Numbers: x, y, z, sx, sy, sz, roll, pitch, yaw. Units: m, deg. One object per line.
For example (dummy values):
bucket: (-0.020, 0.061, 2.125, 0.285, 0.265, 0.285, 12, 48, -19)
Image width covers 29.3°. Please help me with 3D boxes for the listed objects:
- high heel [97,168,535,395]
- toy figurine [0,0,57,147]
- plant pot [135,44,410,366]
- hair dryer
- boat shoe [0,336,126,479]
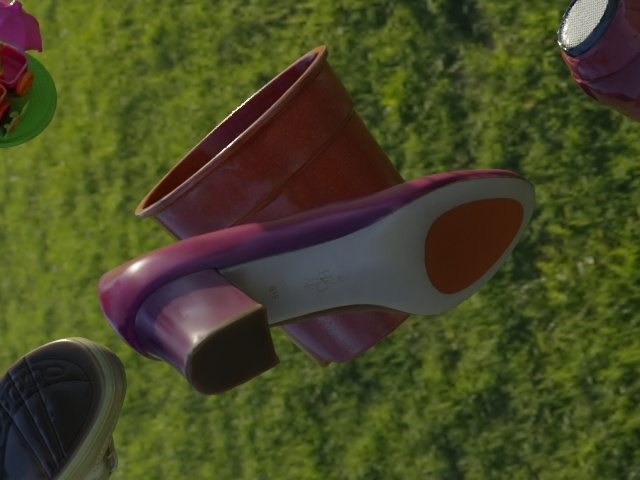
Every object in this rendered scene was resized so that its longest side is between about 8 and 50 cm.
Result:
high heel: (0.000, 0.000, 1.043, 0.181, 0.377, 0.127, 32, 134, 48)
toy figurine: (-0.339, -0.171, 1.235, 0.130, 0.173, 0.159, 30, 150, 0)
plant pot: (-0.014, -0.023, 1.336, 0.265, 0.272, 0.272, 49, 155, -12)
hair dryer: (0.250, -0.161, 0.742, 0.080, 0.223, 0.294, -102, -8, -60)
boat shoe: (-0.232, 0.183, 1.068, 0.109, 0.098, 0.302, 56, 130, 25)
